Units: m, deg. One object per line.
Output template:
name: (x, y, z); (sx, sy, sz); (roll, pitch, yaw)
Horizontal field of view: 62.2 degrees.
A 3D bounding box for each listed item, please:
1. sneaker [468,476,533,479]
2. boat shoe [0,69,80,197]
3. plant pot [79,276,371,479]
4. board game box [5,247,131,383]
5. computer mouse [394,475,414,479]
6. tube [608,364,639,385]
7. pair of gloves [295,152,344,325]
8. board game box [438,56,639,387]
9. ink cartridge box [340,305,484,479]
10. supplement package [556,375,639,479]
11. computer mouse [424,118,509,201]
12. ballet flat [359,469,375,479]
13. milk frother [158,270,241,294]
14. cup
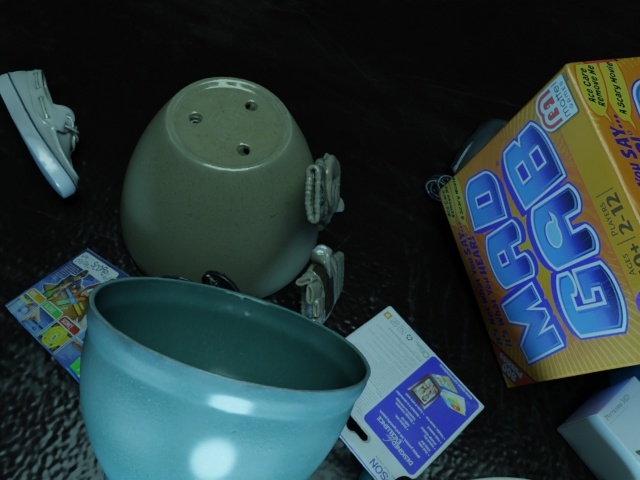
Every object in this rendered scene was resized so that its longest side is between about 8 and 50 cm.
sneaker: (0.267, 0.386, 0.663); (0.350, 0.131, 0.148); (9, 57, -14)
boat shoe: (-0.443, -0.185, 0.872); (0.088, 0.096, 0.267); (-28, 62, -21)
plant pot: (-0.116, 0.179, 0.561); (0.293, 0.293, 0.196); (18, 94, -2)
board game box: (-0.316, 0.091, 0.711); (0.201, 0.035, 0.136); (22, 52, 39)
computer mouse: (0.030, 0.373, 0.620); (0.041, 0.071, 0.242); (42, 83, -27)
tube: (0.526, 0.187, 0.805); (0.080, 0.207, 0.052); (-18, 66, -20)
pair of gloves: (0.000, 0.000, 0.755); (0.042, 0.240, 0.204); (2, 16, 11)
board game box: (0.458, -0.016, 0.790); (0.356, 0.356, 0.356); (-10, 72, -18)
ink cartridge box: (0.095, 0.223, 0.762); (0.208, 0.045, 0.206); (-29, 66, -34)
supplement package: (0.466, 0.313, 0.778); (0.105, 0.105, 0.179); (-29, 70, -25)
computer mouse: (0.338, -0.154, 1.040); (0.188, 0.072, 0.272); (30, 58, 6)
ballet flat: (0.077, 0.400, 0.660); (0.079, 0.077, 0.221); (17, 54, -7)
milk frother: (-0.183, 0.118, 0.720); (0.129, 0.143, 0.135); (18, 55, -11)
cup: (-0.143, -0.099, 0.802); (0.331, 0.237, 0.331); (5, 60, -9)
